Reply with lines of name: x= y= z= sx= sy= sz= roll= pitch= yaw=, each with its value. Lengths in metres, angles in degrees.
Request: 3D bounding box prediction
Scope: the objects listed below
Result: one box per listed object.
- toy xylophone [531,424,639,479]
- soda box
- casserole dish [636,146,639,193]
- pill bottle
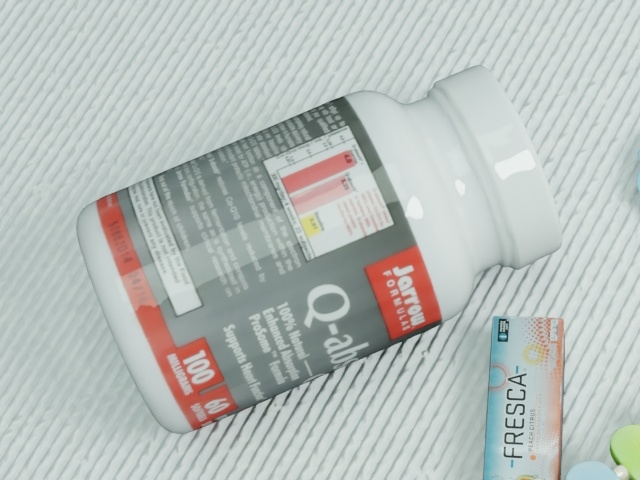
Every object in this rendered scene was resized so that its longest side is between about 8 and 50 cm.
toy xylophone: x=0.334 y=0.198 z=1.267 sx=0.323 sy=0.081 sz=0.236 roll=-30 pitch=49 yaw=-22
soda box: x=0.168 y=0.156 z=1.372 sx=0.063 sy=0.058 sz=0.183 roll=2 pitch=65 yaw=10
casserole dish: x=0.363 y=-0.039 z=1.445 sx=0.188 sy=0.037 sz=0.114 roll=31 pitch=73 yaw=20
pill bottle: x=0.000 y=0.000 z=1.387 sx=0.363 sy=0.210 sz=0.210 roll=-23 pitch=64 yaw=-2
